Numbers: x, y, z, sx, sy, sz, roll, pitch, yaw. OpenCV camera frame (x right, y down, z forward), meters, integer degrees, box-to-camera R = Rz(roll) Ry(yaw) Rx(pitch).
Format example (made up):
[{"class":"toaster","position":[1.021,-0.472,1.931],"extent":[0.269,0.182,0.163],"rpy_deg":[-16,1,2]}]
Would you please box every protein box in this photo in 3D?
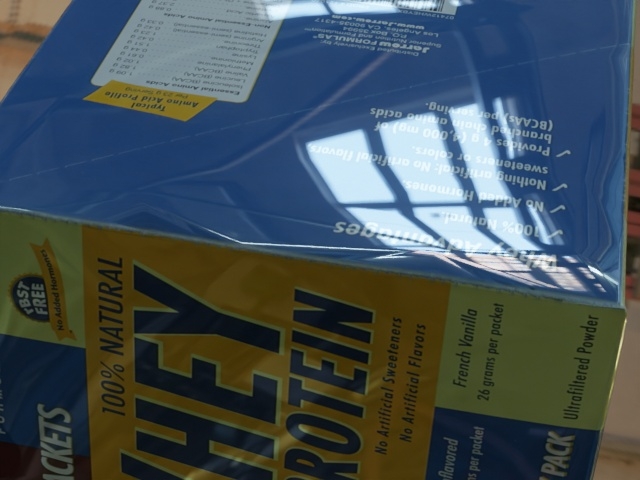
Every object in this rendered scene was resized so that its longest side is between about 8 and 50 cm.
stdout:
[{"class":"protein box","position":[0.000,0.000,0.529],"extent":[0.199,0.201,0.136],"rpy_deg":[9,-54,7]}]
